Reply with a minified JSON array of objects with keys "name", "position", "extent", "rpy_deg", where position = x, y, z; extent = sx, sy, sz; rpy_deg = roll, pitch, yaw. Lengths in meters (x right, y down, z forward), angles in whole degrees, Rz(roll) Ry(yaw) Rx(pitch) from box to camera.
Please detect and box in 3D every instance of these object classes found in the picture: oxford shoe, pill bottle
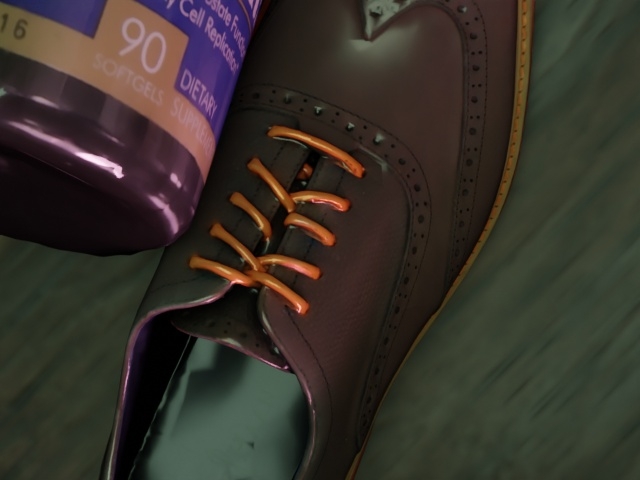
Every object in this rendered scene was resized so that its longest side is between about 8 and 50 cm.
[{"name":"oxford shoe","position":[0.000,0.000,0.490],"extent":[0.097,0.098,0.271],"rpy_deg":[18,95,8]},{"name":"pill bottle","position":[-0.066,-0.116,0.464],"extent":[0.123,0.123,0.219],"rpy_deg":[13,74,9]}]
